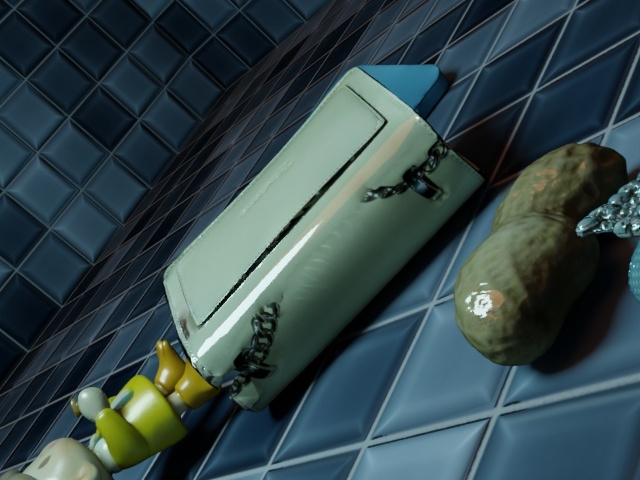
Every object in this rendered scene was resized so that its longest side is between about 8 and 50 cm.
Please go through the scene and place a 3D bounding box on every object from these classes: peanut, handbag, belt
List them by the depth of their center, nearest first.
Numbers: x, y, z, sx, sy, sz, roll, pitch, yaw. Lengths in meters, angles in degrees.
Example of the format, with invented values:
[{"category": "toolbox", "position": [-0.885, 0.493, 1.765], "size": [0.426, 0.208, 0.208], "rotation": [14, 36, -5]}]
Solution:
[{"category": "belt", "position": [0.256, -0.038, 0.679], "size": [0.179, 0.100, 0.065], "rotation": [-51, 20, -20]}, {"category": "peanut", "position": [0.176, 0.004, 0.811], "size": [0.104, 0.086, 0.228], "rotation": [-15, 34, 47]}, {"category": "handbag", "position": [0.000, 0.000, 1.158], "size": [0.358, 0.160, 0.237], "rotation": [-47, 21, 7]}]

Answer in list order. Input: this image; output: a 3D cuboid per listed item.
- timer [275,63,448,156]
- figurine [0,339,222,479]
[{"category": "timer", "position": [0.069, -0.156, 1.543], "size": [0.232, 0.091, 0.250], "rotation": [-52, 28, -15]}, {"category": "figurine", "position": [-0.258, 0.267, 1.173], "size": [0.344, 0.187, 0.215], "rotation": [-47, 6, -19]}]
